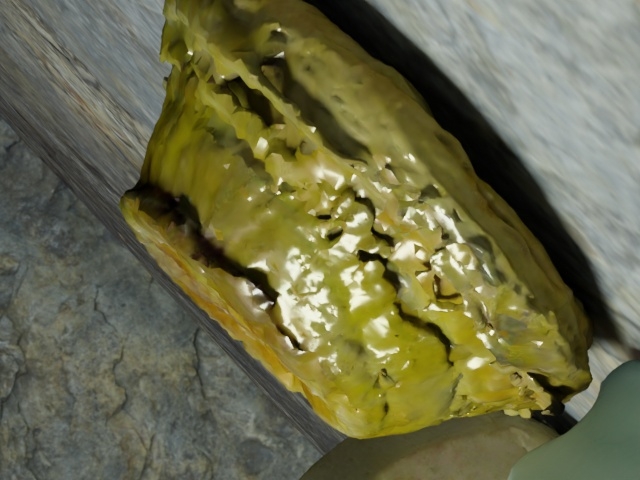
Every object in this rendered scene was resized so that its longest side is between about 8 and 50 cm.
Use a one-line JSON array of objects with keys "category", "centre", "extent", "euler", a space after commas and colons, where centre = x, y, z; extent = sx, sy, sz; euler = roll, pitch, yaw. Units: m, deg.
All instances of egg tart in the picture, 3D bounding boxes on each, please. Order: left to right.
[{"category": "egg tart", "centre": [0.000, 0.000, 0.796], "extent": [0.294, 0.123, 0.294], "euler": [47, 173, 7]}]

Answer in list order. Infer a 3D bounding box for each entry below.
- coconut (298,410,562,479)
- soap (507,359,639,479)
[{"category": "coconut", "centre": [0.080, 0.222, 0.993], "extent": [0.259, 0.259, 0.259], "euler": [46, 171, 9]}, {"category": "soap", "centre": [0.209, 0.182, 0.706], "extent": [0.265, 0.087, 0.160], "euler": [50, 170, -18]}]
